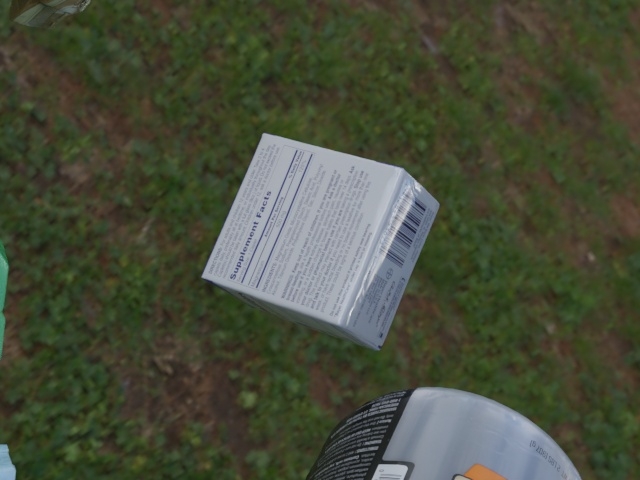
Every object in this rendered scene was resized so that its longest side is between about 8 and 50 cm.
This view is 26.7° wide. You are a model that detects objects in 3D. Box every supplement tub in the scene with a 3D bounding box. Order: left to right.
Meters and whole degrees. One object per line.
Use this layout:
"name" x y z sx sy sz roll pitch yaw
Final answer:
"supplement tub" 0.044 0.251 0.803 0.193 0.193 0.316 47 37 -12

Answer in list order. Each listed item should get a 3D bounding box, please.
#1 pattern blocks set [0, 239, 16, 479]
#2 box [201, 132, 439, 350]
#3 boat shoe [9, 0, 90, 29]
"pattern blocks set" -0.270 0.069 0.485 0.324 0.285 0.026 -12 35 -19
"box" 0.000 0.000 1.028 0.072 0.137 0.126 35 76 -55
"boat shoe" -0.231 -0.223 1.216 0.048 0.153 0.056 19 70 -32
